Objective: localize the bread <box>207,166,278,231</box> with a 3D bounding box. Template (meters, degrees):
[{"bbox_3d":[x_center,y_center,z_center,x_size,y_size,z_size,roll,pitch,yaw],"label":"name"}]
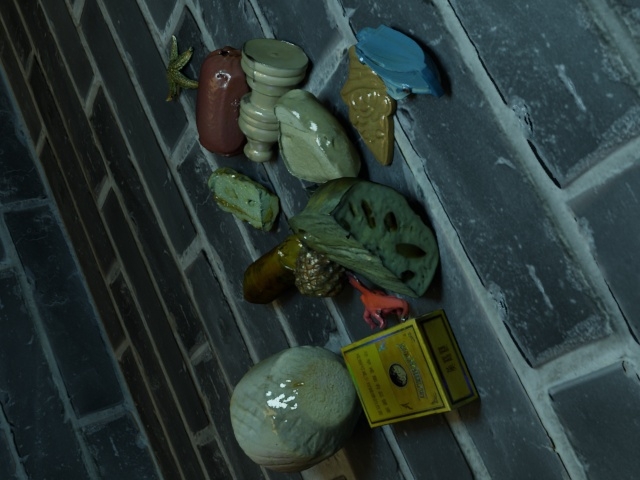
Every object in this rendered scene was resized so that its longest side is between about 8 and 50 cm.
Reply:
[{"bbox_3d":[-0.194,-0.116,2.082,0.232,0.088,0.128,25,134,42],"label":"bread"}]

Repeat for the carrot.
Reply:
[{"bbox_3d":[-0.108,0.078,2.012,0.302,0.114,0.114,-38,72,55],"label":"carrot"}]

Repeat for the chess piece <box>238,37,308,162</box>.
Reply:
[{"bbox_3d":[-0.120,-0.302,1.862,0.307,0.138,0.124,102,156,-45],"label":"chess piece"}]

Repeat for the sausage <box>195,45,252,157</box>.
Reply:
[{"bbox_3d":[-0.228,-0.330,1.971,0.152,0.152,0.280,45,138,37],"label":"sausage"}]

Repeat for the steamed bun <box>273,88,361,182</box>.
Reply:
[{"bbox_3d":[-0.006,-0.224,1.715,0.231,0.110,0.212,20,143,48],"label":"steamed bun"}]

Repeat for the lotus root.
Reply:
[{"bbox_3d":[0.080,-0.022,1.630,0.267,0.149,0.260,42,165,-23],"label":"lotus root"}]

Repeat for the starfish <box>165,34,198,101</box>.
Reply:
[{"bbox_3d":[-0.399,-0.487,2.263,0.208,0.053,0.176,-16,81,52],"label":"starfish"}]

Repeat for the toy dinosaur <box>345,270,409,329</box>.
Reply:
[{"bbox_3d":[0.108,0.109,1.661,0.139,0.070,0.286,53,171,0],"label":"toy dinosaur"}]

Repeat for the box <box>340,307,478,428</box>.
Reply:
[{"bbox_3d":[0.176,0.274,1.692,0.301,0.084,0.193,-34,76,56],"label":"box"}]

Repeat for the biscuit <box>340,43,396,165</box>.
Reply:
[{"bbox_3d":[0.098,-0.270,1.620,0.162,0.035,0.250,-13,95,62],"label":"biscuit"}]

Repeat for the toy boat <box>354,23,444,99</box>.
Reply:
[{"bbox_3d":[0.149,-0.316,1.489,0.215,0.088,0.102,41,170,39],"label":"toy boat"}]

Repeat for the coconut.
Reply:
[{"bbox_3d":[-0.062,0.397,1.927,0.328,0.328,0.329,30,128,47],"label":"coconut"}]

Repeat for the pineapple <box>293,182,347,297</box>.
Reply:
[{"bbox_3d":[0.001,0.000,1.807,0.128,0.128,0.248,22,118,51],"label":"pineapple"}]
